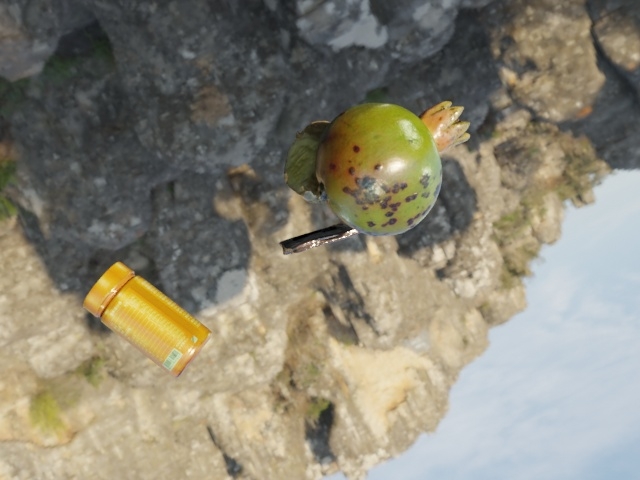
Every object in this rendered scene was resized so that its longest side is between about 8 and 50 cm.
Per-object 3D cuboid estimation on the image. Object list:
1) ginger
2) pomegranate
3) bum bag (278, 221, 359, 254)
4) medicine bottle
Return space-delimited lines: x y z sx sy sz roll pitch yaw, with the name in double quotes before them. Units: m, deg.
"ginger" 0.059 -0.095 1.086 0.213 0.137 0.074 0 158 -27
"pomegranate" 0.087 -0.095 0.958 0.205 0.159 0.159 -34 -179 -14
"bum bag" 0.000 0.000 1.187 0.109 0.026 0.159 -17 -175 -8
"medicine bottle" -0.275 0.128 1.290 0.096 0.192 0.096 -53 180 1
